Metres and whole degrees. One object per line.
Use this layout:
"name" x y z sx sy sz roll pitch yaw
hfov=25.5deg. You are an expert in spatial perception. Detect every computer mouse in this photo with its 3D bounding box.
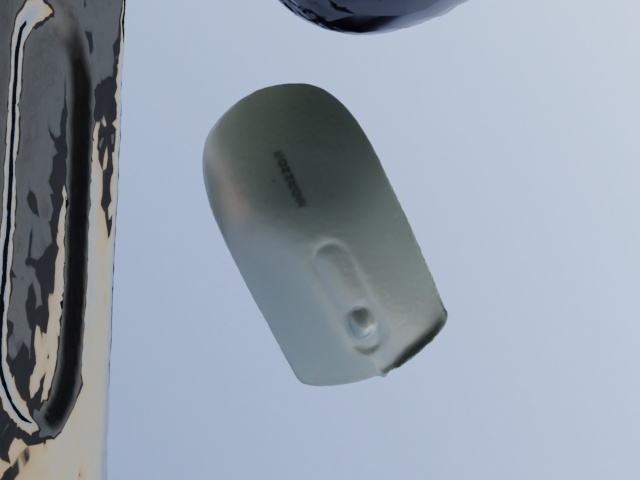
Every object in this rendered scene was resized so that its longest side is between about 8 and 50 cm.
"computer mouse" 0.000 0.000 1.002 0.230 0.128 0.079 62 -175 -11

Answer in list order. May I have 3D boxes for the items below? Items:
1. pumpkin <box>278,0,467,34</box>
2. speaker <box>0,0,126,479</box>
"pumpkin" 0.059 -0.225 0.848 0.163 0.233 0.233 57 -148 -12
"speaker" -0.113 -0.019 0.443 0.180 0.184 0.388 36 -129 -65
